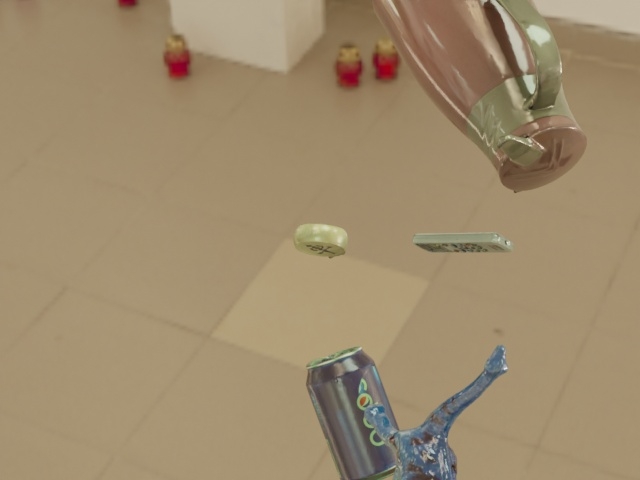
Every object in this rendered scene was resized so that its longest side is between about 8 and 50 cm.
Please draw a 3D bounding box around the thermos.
[{"bbox_3d":[0.165,-0.179,1.207,0.146,0.176,0.265,-14,55,-14],"label":"thermos"}]

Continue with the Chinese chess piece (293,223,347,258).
[{"bbox_3d":[0.000,0.000,1.909,0.084,0.084,0.034,3,73,6],"label":"Chinese chess piece"}]

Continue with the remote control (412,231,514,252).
[{"bbox_3d":[0.176,0.003,1.544,0.124,0.053,0.018,0,76,36],"label":"remote control"}]

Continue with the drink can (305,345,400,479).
[{"bbox_3d":[0.055,0.273,1.946,0.118,0.205,0.118,-20,0,0],"label":"drink can"}]

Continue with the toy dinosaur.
[{"bbox_3d":[0.087,0.237,1.147,0.076,0.329,0.144,16,4,-28],"label":"toy dinosaur"}]
